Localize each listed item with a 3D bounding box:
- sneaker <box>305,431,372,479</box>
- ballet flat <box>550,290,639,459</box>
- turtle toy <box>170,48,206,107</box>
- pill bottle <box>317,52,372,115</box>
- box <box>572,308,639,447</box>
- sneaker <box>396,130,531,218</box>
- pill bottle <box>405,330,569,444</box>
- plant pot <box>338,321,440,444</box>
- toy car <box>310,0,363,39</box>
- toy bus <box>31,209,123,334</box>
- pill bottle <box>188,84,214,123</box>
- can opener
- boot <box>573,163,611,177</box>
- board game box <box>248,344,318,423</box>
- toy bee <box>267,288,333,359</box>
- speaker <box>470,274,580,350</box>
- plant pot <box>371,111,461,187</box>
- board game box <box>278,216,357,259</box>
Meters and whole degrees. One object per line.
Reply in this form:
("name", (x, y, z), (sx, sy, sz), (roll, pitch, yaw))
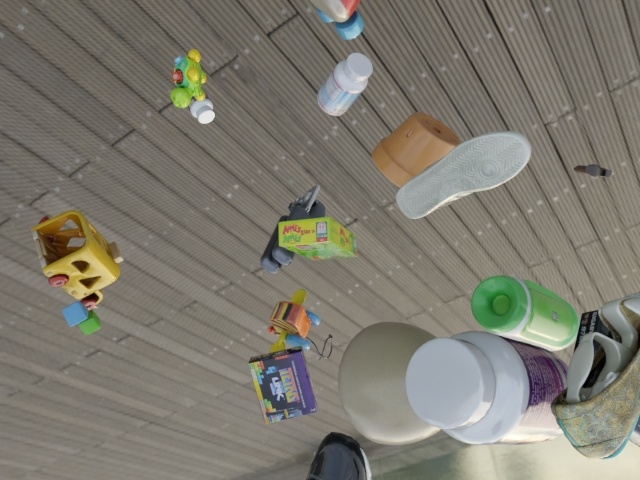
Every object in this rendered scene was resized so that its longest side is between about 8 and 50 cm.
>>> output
("sneaker", (-0.002, 0.440, 0.864), (0.107, 0.284, 0.124), (15, -174, 24))
("ballet flat", (0.452, 0.158, 0.852), (0.123, 0.348, 0.123), (34, 153, 20))
("turtle toy", (-0.290, -0.346, 1.239), (0.066, 0.130, 0.095), (-1, 156, 0))
("pill bottle", (0.060, -0.377, 1.377), (0.087, 0.087, 0.160), (11, 156, -22))
("box", (0.553, 0.254, 1.037), (0.220, 0.175, 0.051), (34, 153, -13))
("sneaker", (0.353, -0.173, 1.403), (0.350, 0.131, 0.148), (-24, -175, 36))
("pill bottle", (0.269, 0.232, 0.895), (0.169, 0.169, 0.301), (-35, 144, 31))
("plant pot", (0.207, 0.317, 1.276), (0.283, 0.284, 0.191), (13, 163, -24))
("toy car", (0.075, -0.691, 1.457), (0.238, 0.210, 0.219), (-40, 143, 5))
("toy bus", (-0.389, 0.038, 0.961), (0.104, 0.202, 0.191), (-27, 108, -7))
("pill bottle", (-0.349, -0.394, 1.636), (0.067, 0.120, 0.067), (-24, 153, -13))
("can opener", (-0.041, -0.020, 1.213), (0.095, 0.284, 0.076), (43, 124, -17))
("boot", (0.817, -0.219, 1.760), (0.106, 0.114, 0.037), (11, 101, -25))
("board game box", (-0.094, 0.367, 1.453), (0.140, 0.048, 0.171), (-14, 100, 3))
("toy bee", (-0.088, 0.248, 1.567), (0.162, 0.195, 0.299), (11, 135, 24))
("speaker", (0.450, 0.161, 1.235), (0.296, 0.131, 0.131), (20, 135, -41))
("plant pot", (0.354, -0.311, 2.006), (0.290, 0.291, 0.204), (16, 125, -27))
("board game box", (0.000, 0.000, 1.030), (0.092, 0.043, 0.181), (-5, 169, 17))
